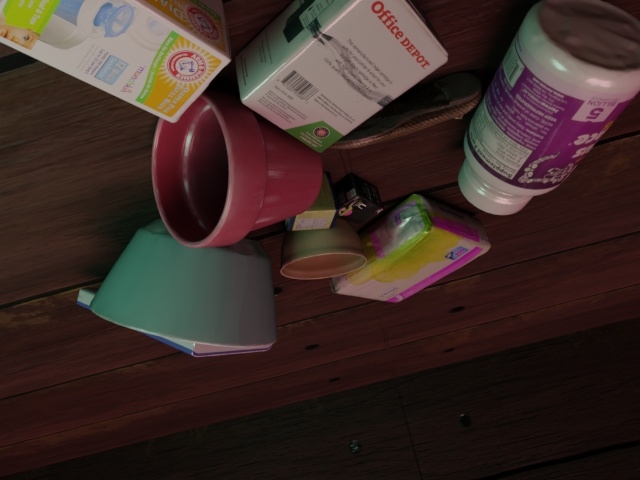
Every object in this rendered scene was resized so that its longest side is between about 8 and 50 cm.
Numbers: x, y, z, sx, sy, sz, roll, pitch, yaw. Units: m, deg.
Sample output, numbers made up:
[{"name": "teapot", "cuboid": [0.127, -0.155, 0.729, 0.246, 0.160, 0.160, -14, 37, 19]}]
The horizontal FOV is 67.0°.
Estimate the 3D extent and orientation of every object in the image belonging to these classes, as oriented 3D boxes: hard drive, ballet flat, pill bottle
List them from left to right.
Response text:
[{"name": "hard drive", "cuboid": [-0.277, 0.150, 0.926, 0.319, 0.040, 0.210, 12, 178, 32]}, {"name": "ballet flat", "cuboid": [0.115, -0.178, 0.707, 0.250, 0.084, 0.058, -19, 149, -2]}, {"name": "pill bottle", "cuboid": [0.312, -0.171, 0.701, 0.169, 0.169, 0.301, -7, 150, -11]}]

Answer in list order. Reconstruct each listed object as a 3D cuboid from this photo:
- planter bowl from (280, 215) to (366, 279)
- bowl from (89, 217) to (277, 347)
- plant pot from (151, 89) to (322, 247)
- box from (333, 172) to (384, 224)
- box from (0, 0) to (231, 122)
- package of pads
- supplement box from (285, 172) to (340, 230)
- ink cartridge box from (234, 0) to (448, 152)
[{"name": "planter bowl", "cuboid": [0.000, 0.000, 0.913, 0.162, 0.109, 0.162, -6, 161, -2]}, {"name": "bowl", "cuboid": [-0.206, 0.060, 0.820, 0.312, 0.163, 0.311, 13, 179, 0]}, {"name": "plant pot", "cuboid": [-0.104, -0.095, 0.663, 0.180, 0.201, 0.201, -6, 153, -45]}, {"name": "box", "cuboid": [0.065, -0.074, 0.883, 0.062, 0.052, 0.083, -33, 146, 30]}, {"name": "box", "cuboid": [-0.203, -0.223, 0.473, 0.114, 0.103, 0.203, -33, 145, 31]}, {"name": "package of pads", "cuboid": [0.183, 0.032, 1.062, 0.229, 0.101, 0.296, 14, 140, -39]}, {"name": "supplement box", "cuboid": [-0.020, -0.067, 0.829, 0.083, 0.083, 0.056, -4, 148, -17]}, {"name": "ink cartridge box", "cuboid": [0.023, -0.220, 0.584, 0.208, 0.086, 0.153, -31, 145, 28]}]
